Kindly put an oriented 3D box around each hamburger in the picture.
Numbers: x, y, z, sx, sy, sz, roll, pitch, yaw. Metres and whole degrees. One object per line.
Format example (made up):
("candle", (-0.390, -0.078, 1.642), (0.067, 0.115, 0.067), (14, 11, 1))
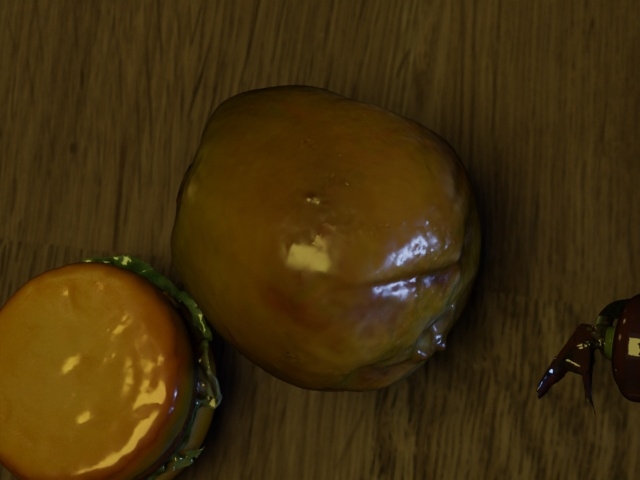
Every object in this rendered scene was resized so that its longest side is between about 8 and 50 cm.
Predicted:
("hamburger", (-0.204, 0.140, 1.681), (0.246, 0.170, 0.246), (-5, 74, 17))

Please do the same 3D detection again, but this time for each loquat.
("loquat", (0.000, 0.000, 1.533), (0.284, 0.276, 0.276), (26, 97, 15))

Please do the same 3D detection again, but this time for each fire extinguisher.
("fire extinguisher", (0.354, 0.115, 1.424), (0.341, 0.105, 0.141), (7, 49, 21))
